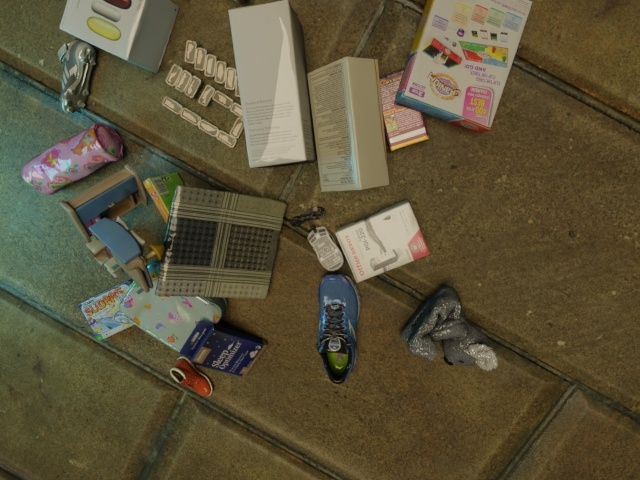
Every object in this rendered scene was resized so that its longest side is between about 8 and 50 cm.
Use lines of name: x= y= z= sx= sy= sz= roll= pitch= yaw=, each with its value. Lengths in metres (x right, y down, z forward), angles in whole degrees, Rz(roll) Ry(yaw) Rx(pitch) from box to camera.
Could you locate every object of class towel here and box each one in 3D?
towel: x=-0.269 y=0.015 z=1.142 sx=0.324 sy=0.056 sz=0.313 roll=8 pitch=101 yaw=-31

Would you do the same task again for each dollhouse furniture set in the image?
dollhouse furniture set: x=-0.491 y=0.000 z=1.120 sx=0.303 sy=0.287 sz=0.198 roll=38 pitch=59 yaw=17

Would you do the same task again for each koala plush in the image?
koala plush: x=0.367 y=0.258 z=1.112 sx=0.221 sy=0.196 sz=0.203 roll=36 pitch=93 yaw=4

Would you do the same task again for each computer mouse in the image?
computer mouse: x=0.000 y=0.000 z=1.184 sx=0.106 sy=0.042 sz=0.193 roll=-29 pitch=90 yaw=7

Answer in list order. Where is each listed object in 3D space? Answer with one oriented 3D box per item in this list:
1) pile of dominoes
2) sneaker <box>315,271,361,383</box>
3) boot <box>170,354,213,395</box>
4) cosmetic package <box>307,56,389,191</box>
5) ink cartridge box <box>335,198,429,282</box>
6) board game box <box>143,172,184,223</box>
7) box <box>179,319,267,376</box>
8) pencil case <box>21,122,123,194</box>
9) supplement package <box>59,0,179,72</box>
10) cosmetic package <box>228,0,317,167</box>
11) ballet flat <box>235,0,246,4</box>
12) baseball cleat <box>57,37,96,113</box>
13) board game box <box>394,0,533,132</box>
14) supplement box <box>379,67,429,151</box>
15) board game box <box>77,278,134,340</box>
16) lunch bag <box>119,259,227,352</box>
pile of dominoes: x=-0.307 y=-0.412 z=1.161 sx=0.251 sy=0.040 sz=0.196 roll=32 pitch=102 yaw=-8
sneaker: x=0.054 y=0.253 z=1.169 sx=0.129 sy=0.147 sz=0.331 roll=-5 pitch=99 yaw=8
boot: x=-0.411 y=0.446 z=1.298 sx=0.059 sy=0.084 sz=0.158 roll=-42 pitch=94 yaw=11
cosmetic package: x=0.071 y=-0.286 z=1.049 sx=0.160 sy=0.113 sz=0.310 roll=7 pitch=108 yaw=51
ink cartridge box: x=0.169 y=0.001 z=1.135 sx=0.217 sy=0.092 sz=0.159 roll=-23 pitch=97 yaw=13
board game box: x=-0.394 y=-0.068 z=1.179 sx=0.039 sy=0.124 sz=0.260 roll=-28 pitch=95 yaw=24
box: x=-0.290 y=0.328 z=1.228 sx=0.225 sy=0.036 sz=0.137 roll=27 pitch=105 yaw=-30
pencil case: x=-0.721 y=-0.235 z=1.199 sx=0.283 sy=0.124 sz=0.124 roll=-23 pitch=97 yaw=12
supplement package: x=-0.528 y=-0.592 z=1.087 sx=0.203 sy=0.149 sz=0.194 roll=25 pitch=103 yaw=3
cosmetic package: x=-0.109 y=-0.378 z=1.049 sx=0.155 sy=0.197 sz=0.366 roll=-6 pitch=98 yaw=9
ballet flat: x=-0.272 y=-0.755 z=1.061 sx=0.106 sy=0.107 sz=0.316 roll=-11 pitch=94 yaw=30
baseball cleat: x=-0.717 y=-0.476 z=1.184 sx=0.109 sy=0.072 sz=0.206 roll=30 pitch=98 yaw=15
board game box: x=0.344 y=-0.455 z=0.992 sx=0.242 sy=0.064 sz=0.317 roll=18 pitch=94 yaw=-9
supplement box: x=0.207 y=-0.338 z=1.072 sx=0.104 sy=0.081 sz=0.188 roll=-16 pitch=98 yaw=10
board game box: x=-0.656 y=0.222 z=1.313 sx=0.201 sy=0.035 sz=0.136 roll=-25 pitch=96 yaw=11
lunch bag: x=-0.445 y=0.195 z=1.234 sx=0.279 sy=0.108 sz=0.224 roll=37 pitch=103 yaw=-6
